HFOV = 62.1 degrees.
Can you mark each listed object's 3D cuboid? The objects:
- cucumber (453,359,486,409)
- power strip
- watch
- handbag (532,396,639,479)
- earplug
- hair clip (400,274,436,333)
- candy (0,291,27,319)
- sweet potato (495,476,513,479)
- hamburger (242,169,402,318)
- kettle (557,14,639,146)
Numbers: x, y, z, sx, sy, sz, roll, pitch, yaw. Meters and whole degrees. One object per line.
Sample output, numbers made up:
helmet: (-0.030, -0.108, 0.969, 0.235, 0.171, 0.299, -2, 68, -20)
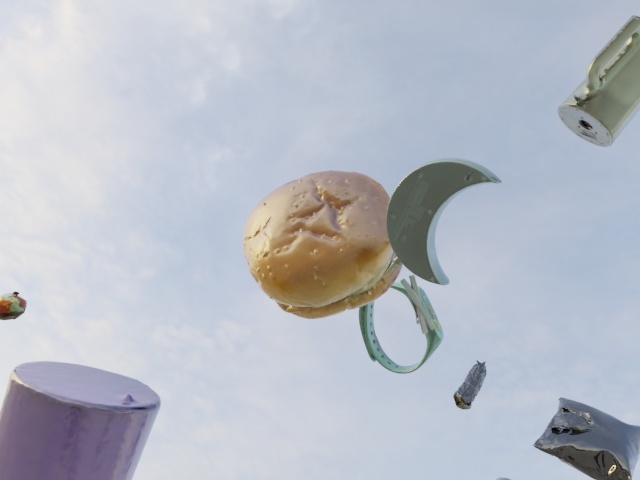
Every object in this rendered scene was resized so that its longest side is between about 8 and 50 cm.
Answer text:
cucumber: (0.388, 0.367, 1.355, 0.053, 0.181, 0.053, 19, -55, 29)
power strip: (0.162, -0.027, 0.789, 0.137, 0.044, 0.216, 32, -65, 19)
watch: (0.191, 0.205, 1.310, 0.195, 0.068, 0.237, -26, -98, 25)
handbag: (0.643, 0.467, 1.262, 0.211, 0.254, 0.088, 15, -67, 36)
earplug: (-0.403, 0.419, 0.766, 0.215, 0.215, 0.455, 16, -96, 11)
hair clip: (0.182, 0.121, 1.021, 0.039, 0.030, 0.115, 9, -57, 67)
candy: (-0.574, 0.121, 0.854, 0.049, 0.185, 0.055, 56, -44, 28)
sweet potato: (0.438, 0.598, 1.229, 0.077, 0.244, 0.077, -2, -101, 13)
hamburger: (0.000, 0.000, 1.030, 0.314, 0.289, 0.170, -19, -40, 2)
kettle: (0.445, -0.239, 0.816, 0.127, 0.098, 0.148, 39, -85, -11)
